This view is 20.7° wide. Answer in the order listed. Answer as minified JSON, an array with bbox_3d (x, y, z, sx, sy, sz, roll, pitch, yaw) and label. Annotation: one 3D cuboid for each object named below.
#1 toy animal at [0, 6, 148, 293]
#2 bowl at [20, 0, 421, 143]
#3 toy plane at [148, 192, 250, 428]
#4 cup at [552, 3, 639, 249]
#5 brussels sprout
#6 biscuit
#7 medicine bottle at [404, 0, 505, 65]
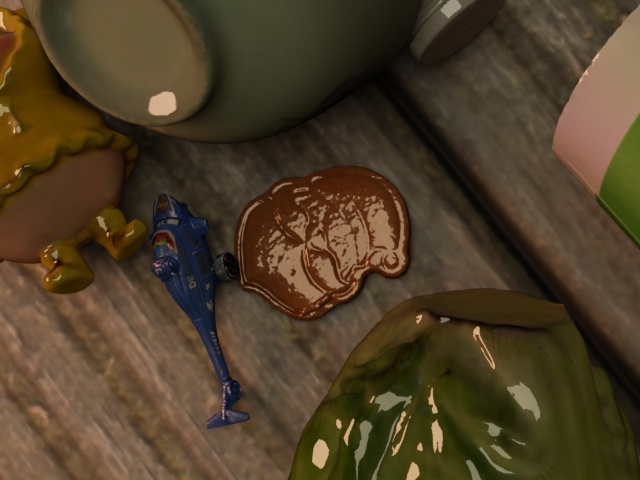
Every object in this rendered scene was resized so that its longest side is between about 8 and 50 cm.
[{"bbox_3d":[-0.213,-0.065,1.228,0.156,0.156,0.230,-38,67,4],"label":"toy animal"},{"bbox_3d":[-0.092,-0.165,1.125,0.289,0.289,0.146,21,48,12],"label":"bowl"},{"bbox_3d":[-0.086,0.047,1.219,0.054,0.062,0.167,-16,95,29],"label":"toy plane"},{"bbox_3d":[0.301,-0.035,1.080,0.274,0.253,0.253,43,92,19],"label":"cup"},{"bbox_3d":[0.090,0.155,1.109,0.244,0.244,0.244,-1,82,10],"label":"brussels sprout"},{"bbox_3d":[0.000,0.000,1.234,0.130,0.019,0.102,-21,78,8],"label":"biscuit"},{"bbox_3d":[0.039,-0.217,1.210,0.107,0.107,0.191,-40,78,3],"label":"medicine bottle"}]
